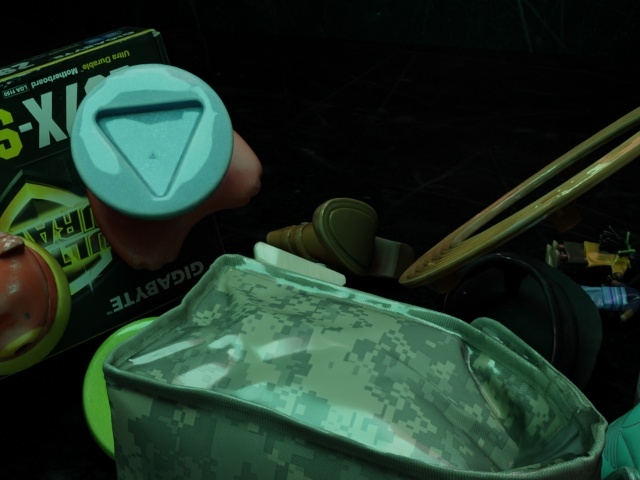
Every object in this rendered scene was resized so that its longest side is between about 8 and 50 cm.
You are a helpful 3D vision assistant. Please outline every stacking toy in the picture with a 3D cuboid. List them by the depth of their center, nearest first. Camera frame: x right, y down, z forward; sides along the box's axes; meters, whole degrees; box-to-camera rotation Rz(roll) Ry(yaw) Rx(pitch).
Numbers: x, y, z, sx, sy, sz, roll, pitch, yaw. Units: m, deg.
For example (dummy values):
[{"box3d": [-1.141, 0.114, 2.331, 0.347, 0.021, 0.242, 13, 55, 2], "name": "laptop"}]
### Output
[{"box3d": [-0.143, 0.023, 0.834, 0.279, 0.130, 0.309, 41, 75, 3], "name": "stacking toy"}]

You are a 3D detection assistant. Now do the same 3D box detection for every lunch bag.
[{"box3d": [0.030, 0.164, 0.636, 0.287, 0.235, 0.169, 14, 32, 23], "name": "lunch bag"}]

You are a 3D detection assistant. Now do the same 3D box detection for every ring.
[{"box3d": [0.215, -0.047, 0.906, 0.336, 0.032, 0.336, -35, 0, 0], "name": "ring"}]

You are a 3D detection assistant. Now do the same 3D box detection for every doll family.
[{"box3d": [0.318, 0.043, 1.160, 0.111, 0.076, 0.193, 3, 39, 4], "name": "doll family"}]

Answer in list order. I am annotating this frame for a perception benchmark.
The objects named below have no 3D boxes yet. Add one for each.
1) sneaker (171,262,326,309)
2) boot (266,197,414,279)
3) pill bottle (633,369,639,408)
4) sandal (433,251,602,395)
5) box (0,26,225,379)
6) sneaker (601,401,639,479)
[{"box3d": [-0.083, 0.055, 1.120, 0.190, 0.071, 0.083, -4, 16, -37], "name": "sneaker"}, {"box3d": [0.000, 0.000, 1.173, 0.152, 0.073, 0.197, 9, -15, 33], "name": "boot"}, {"box3d": [0.366, 0.052, 0.877, 0.161, 0.283, 0.161, 2, 23, -1], "name": "pill bottle"}, {"box3d": [0.162, 0.103, 0.927, 0.167, 0.107, 0.446, 9, 29, 16], "name": "sandal"}, {"box3d": [-0.265, -0.025, 0.945, 0.322, 0.257, 0.079, -24, 22, -24], "name": "box"}, {"box3d": [0.177, 0.148, 0.687, 0.295, 0.178, 0.124, 29, 46, 22], "name": "sneaker"}]
